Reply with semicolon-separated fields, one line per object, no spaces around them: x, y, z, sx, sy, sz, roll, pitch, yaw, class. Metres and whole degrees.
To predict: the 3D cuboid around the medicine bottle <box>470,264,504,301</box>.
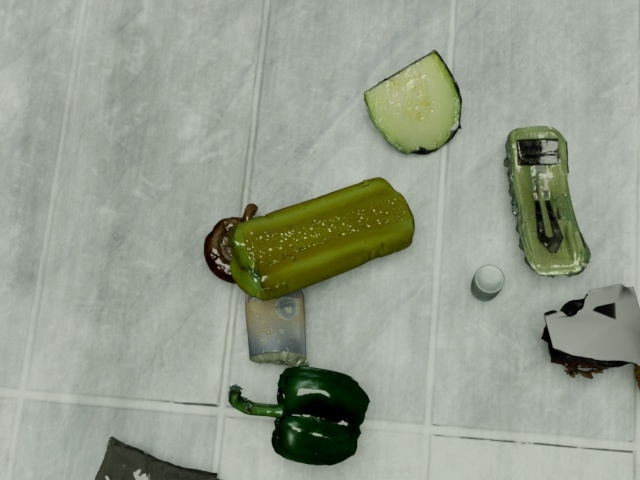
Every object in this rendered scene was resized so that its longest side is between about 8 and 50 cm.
0.324;0.084;1.936;0.058;0.091;0.058;-1;76;2;medicine bottle

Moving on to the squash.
0.193;-0.271;2.051;0.192;0.085;0.184;-30;105;-2;squash

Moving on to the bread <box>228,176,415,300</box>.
0.000;0.000;1.936;0.384;0.112;0.166;-20;69;-20;bread

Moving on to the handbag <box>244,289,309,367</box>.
-0.085;0.169;1.934;0.117;0.095;0.173;-6;73;2;handbag

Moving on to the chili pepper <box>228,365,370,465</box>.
-0.043;0.314;1.860;0.261;0.165;0.173;11;95;2;chili pepper

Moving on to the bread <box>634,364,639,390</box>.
0.688;0.249;1.873;0.199;0.104;0.199;-2;74;7;bread

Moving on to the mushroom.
-0.160;0.004;1.986;0.135;0.080;0.170;22;77;-7;mushroom

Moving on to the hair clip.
0.440;-0.068;1.974;0.138;0.091;0.321;-4;65;1;hair clip

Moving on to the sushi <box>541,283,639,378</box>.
0.504;0.182;1.872;0.172;0.150;0.153;-12;76;-1;sushi

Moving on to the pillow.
-0.336;0.556;1.848;0.228;0.101;0.326;16;75;10;pillow
